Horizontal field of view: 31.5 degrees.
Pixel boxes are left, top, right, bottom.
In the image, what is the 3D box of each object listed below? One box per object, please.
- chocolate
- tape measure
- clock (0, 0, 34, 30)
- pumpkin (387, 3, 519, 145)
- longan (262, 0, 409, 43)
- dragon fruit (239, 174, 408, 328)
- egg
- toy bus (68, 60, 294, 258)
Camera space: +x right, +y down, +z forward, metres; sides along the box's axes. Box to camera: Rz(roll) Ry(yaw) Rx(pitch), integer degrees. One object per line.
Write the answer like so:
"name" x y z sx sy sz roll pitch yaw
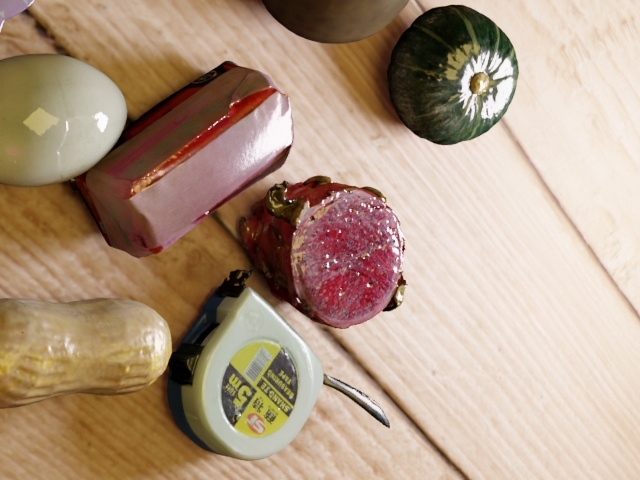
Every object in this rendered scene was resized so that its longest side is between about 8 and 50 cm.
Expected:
"chocolate" -0.316 0.132 1.344 0.309 0.134 0.134 2 92 -43
"tape measure" -0.061 0.228 1.569 0.351 0.097 0.215 47 63 -28
"clock" -0.419 -0.294 1.267 0.172 0.064 0.198 45 66 -32
"pumpkin" 0.200 -0.251 1.718 0.211 0.152 0.212 -17 121 -30
"longan" 0.018 -0.390 1.511 0.258 0.258 0.258 -3 95 -39
"dragon fruit" 0.000 0.000 1.591 0.282 0.147 0.211 41 78 -30
"egg" -0.318 -0.140 1.305 0.209 0.151 0.151 -16 103 -39
"toy bus" -0.163 -0.108 1.437 0.302 0.147 0.128 -40 127 -29
